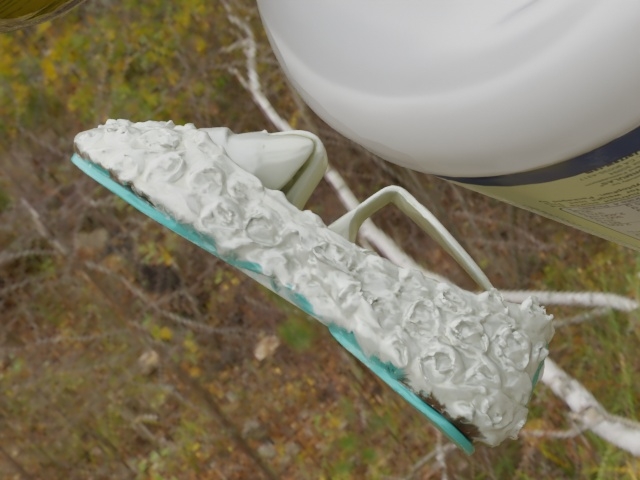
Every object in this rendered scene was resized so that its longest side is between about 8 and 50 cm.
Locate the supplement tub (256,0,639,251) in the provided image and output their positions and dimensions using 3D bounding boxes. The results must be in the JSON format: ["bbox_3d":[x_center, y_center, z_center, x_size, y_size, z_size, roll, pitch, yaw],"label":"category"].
[{"bbox_3d":[0.157,-0.112,0.473,0.235,0.325,0.235,-13,71,42],"label":"supplement tub"}]

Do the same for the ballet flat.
[{"bbox_3d":[0.000,0.000,0.853,0.409,0.147,0.147,35,66,16],"label":"ballet flat"}]

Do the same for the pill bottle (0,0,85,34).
[{"bbox_3d":[-0.176,-0.157,0.382,0.188,0.188,0.334,-31,9,10],"label":"pill bottle"}]
